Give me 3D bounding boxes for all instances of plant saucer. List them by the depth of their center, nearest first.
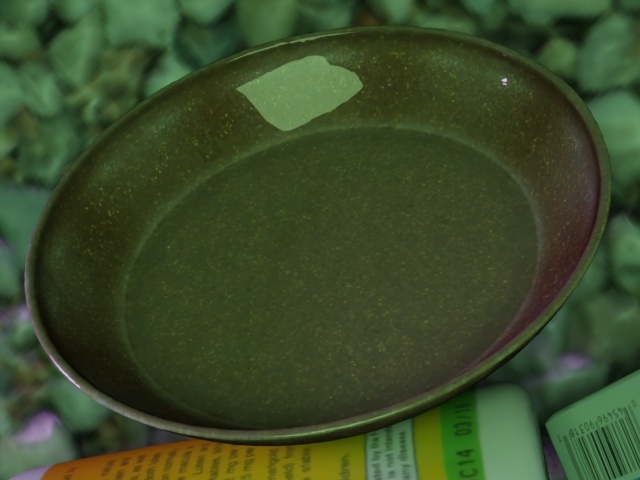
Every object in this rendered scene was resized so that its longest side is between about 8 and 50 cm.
[{"bbox_3d":[0.000,0.000,0.534,0.199,0.036,0.198,-9,41,8],"label":"plant saucer"}]

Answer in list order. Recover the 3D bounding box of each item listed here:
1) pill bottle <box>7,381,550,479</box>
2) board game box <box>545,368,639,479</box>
[{"bbox_3d":[-0.039,0.134,0.525,0.246,0.136,0.136,-11,86,7],"label":"pill bottle"},{"bbox_3d":[0.208,0.149,0.431,0.098,0.224,0.303,-13,76,-27],"label":"board game box"}]
